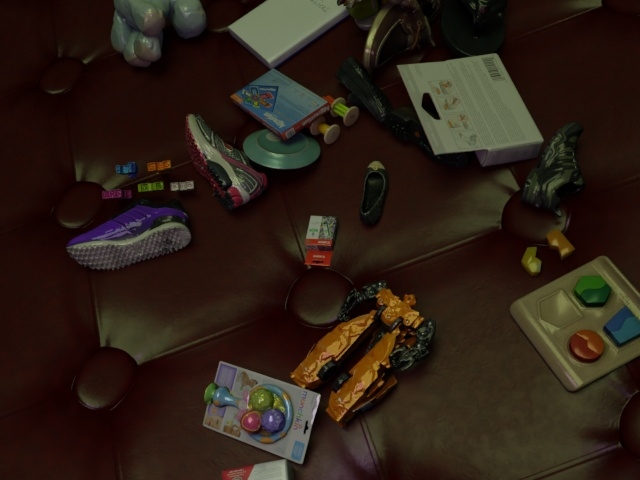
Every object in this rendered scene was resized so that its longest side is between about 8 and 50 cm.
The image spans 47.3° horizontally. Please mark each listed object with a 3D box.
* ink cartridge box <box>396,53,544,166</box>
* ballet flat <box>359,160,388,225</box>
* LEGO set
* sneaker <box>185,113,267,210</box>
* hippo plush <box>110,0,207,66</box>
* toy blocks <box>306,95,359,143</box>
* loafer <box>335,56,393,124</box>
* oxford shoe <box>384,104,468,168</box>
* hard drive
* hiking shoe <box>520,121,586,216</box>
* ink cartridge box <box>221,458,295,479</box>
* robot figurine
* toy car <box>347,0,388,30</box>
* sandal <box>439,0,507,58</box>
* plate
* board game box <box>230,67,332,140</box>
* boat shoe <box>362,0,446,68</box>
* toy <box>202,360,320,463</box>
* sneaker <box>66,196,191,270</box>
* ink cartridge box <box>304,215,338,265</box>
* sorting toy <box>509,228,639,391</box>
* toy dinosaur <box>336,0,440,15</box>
[{"bbox_3d":[0.336,-0.301,1.691,0.261,0.066,0.296,-9,56,-10],"label":"ink cartridge box"},{"bbox_3d":[0.123,-0.113,1.672,0.057,0.049,0.173,1,59,13],"label":"ballet flat"},{"bbox_3d":[-0.417,-0.154,1.816,0.227,0.093,0.087,-5,89,5],"label":"LEGO set"},{"bbox_3d":[-0.241,-0.199,1.784,0.112,0.121,0.299,-26,62,-21],"label":"sneaker"},{"bbox_3d":[-0.461,-0.635,2.075,0.236,0.234,0.294,-22,67,-37],"label":"hippo plush"},{"bbox_3d":[0.004,-0.319,1.825,0.123,0.054,0.148,-45,59,-14],"label":"toy blocks"},{"bbox_3d":[0.108,-0.362,1.823,0.078,0.076,0.223,-44,58,23],"label":"loafer"},{"bbox_3d":[0.266,-0.253,1.708,0.096,0.083,0.227,-36,65,-30],"label":"oxford shoe"},{"bbox_3d":[-0.072,-0.622,2.036,0.319,0.040,0.210,-38,58,-11],"label":"hard drive"},{"bbox_3d":[0.529,-0.154,1.593,0.114,0.086,0.227,31,76,13],"label":"hiking shoe"},{"bbox_3d":[-0.107,0.505,1.336,0.127,0.072,0.175,-12,57,6],"label":"ink cartridge box"},{"bbox_3d":[0.091,0.217,1.458,0.291,0.085,0.211,-43,60,-13],"label":"robot figurine"},{"bbox_3d":[0.133,-0.666,1.943,0.182,0.159,0.136,-36,57,-9],"label":"toy car"},{"bbox_3d":[0.412,-0.647,1.878,0.167,0.107,0.446,14,62,5],"label":"sandal"},{"bbox_3d":[-0.093,-0.232,1.767,0.188,0.024,0.188,4,40,-3],"label":"plate"},{"bbox_3d":[-0.105,-0.347,1.838,0.145,0.027,0.281,-35,42,-13],"label":"board game box"},{"bbox_3d":[0.227,-0.550,1.874,0.123,0.123,0.342,26,57,18],"label":"boat shoe"},{"bbox_3d":[-0.129,0.332,1.424,0.237,0.056,0.137,13,85,29],"label":"toy"},{"bbox_3d":[-0.452,-0.028,1.737,0.293,0.102,0.146,-12,53,1],"label":"sneaker"},{"bbox_3d":[0.000,0.000,1.645,0.063,0.029,0.115,3,60,15],"label":"ink cartridge box"},{"bbox_3d":[0.499,0.119,1.445,0.229,0.041,0.307,-28,57,-5],"label":"sorting toy"},{"bbox_3d":[0.198,-0.655,1.804,0.296,0.127,0.200,-26,49,-26],"label":"toy dinosaur"}]
